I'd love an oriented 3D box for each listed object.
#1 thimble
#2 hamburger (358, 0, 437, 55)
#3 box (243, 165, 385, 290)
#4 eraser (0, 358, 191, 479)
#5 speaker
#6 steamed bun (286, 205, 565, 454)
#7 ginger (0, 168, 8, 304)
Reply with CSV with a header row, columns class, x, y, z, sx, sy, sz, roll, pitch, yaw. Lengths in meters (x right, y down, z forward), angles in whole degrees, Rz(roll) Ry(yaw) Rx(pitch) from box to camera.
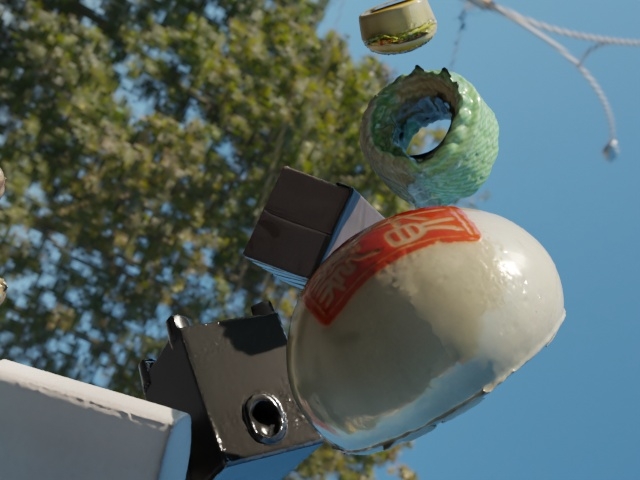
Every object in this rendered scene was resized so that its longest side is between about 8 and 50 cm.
class,x,y,z,sx,sy,sz,roll,pitch,yaw
thimble,0.172,-0.163,1.821,0.219,0.150,0.219,-13,-119,24
hamburger,0.126,-0.344,1.832,0.127,0.081,0.141,-22,-164,-11
box,0.000,0.000,2.016,0.153,0.252,0.188,22,-94,23
eraser,-0.306,0.267,1.420,0.095,0.270,0.174,-19,121,-72
speaker,-0.149,0.254,1.759,0.232,0.184,0.254,-51,-126,52
steamed bun,0.116,0.090,1.448,0.374,0.241,0.374,-31,-179,1
ginger,-0.657,0.038,1.938,0.176,0.256,0.375,174,-89,-85
